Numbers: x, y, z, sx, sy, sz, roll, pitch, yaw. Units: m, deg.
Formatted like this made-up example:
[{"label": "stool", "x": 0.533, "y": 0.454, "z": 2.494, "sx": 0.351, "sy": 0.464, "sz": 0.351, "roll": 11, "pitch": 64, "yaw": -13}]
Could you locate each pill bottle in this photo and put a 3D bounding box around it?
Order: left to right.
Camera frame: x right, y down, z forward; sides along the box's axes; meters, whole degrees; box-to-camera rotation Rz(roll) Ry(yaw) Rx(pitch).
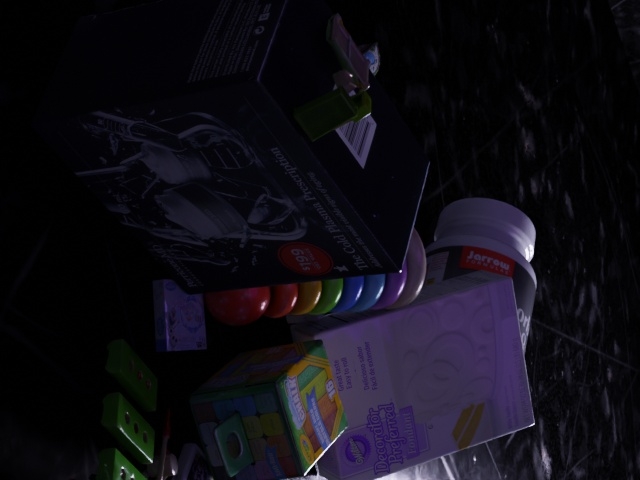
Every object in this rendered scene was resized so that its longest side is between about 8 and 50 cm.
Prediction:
[{"label": "pill bottle", "x": 0.246, "y": 0.121, "z": 2.413, "sx": 0.210, "sy": 0.210, "sz": 0.362, "roll": 55, "pitch": 40, "yaw": -44}]

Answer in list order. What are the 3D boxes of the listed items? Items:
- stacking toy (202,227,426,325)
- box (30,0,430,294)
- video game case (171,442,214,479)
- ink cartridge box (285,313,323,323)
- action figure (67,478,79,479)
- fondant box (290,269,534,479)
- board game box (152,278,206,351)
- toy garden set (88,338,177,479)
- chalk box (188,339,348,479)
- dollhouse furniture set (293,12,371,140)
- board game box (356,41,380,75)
[{"label": "stacking toy", "x": -0.018, "y": 0.045, "z": 1.959, "sx": 0.330, "sy": 0.141, "sz": 0.141, "roll": -9, "pitch": 94, "yaw": -39}, {"label": "box", "x": -0.094, "y": -0.111, "z": 1.681, "sx": 0.343, "sy": 0.313, "sz": 0.179, "roll": 51, "pitch": 44, "yaw": -40}, {"label": "video game case", "x": -0.149, "y": 0.380, "z": 1.838, "sx": 0.190, "sy": 0.022, "sz": 0.173, "roll": 57, "pitch": 40, "yaw": -41}, {"label": "ink cartridge box", "x": 0.000, "y": 0.000, "z": 2.146, "sx": 0.232, "sy": 0.066, "sz": 0.189, "roll": -39, "pitch": 121, "yaw": -67}, {"label": "action figure", "x": -0.266, "y": 0.319, "z": 1.619, "sx": 0.038, "sy": 0.030, "sz": 0.115, "roll": -52, "pitch": 134, "yaw": -45}, {"label": "fondant box", "x": 0.140, "y": 0.200, "z": 2.135, "sx": 0.330, "sy": 0.096, "sz": 0.238, "roll": -15, "pitch": 102, "yaw": -21}, {"label": "board game box", "x": -0.177, "y": 0.094, "z": 1.823, "sx": 0.090, "sy": 0.020, "sz": 0.090, "roll": 5, "pitch": 81, "yaw": -62}, {"label": "toy garden set", "x": -0.219, "y": 0.270, "z": 1.675, "sx": 0.204, "sy": 0.049, "sz": 0.244, "roll": 61, "pitch": 24, "yaw": -54}, {"label": "chalk box", "x": -0.073, "y": 0.228, "z": 1.853, "sx": 0.213, "sy": 0.132, "sz": 0.132, "roll": -40, "pitch": 116, "yaw": -64}, {"label": "dollhouse furniture set", "x": 0.011, "y": -0.168, "z": 1.542, "sx": 0.076, "sy": 0.059, "sz": 0.151, "roll": 52, "pitch": 24, "yaw": -30}, {"label": "board game box", "x": 0.008, "y": -0.218, "z": 2.029, "sx": 0.194, "sy": 0.194, "sz": 0.060, "roll": -45, "pitch": 125, "yaw": -55}]
